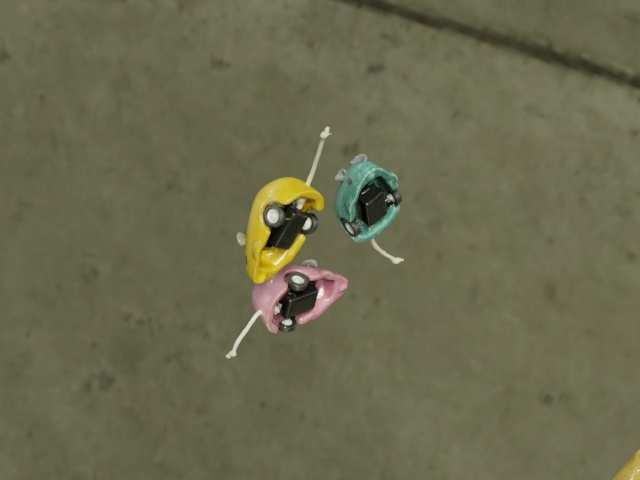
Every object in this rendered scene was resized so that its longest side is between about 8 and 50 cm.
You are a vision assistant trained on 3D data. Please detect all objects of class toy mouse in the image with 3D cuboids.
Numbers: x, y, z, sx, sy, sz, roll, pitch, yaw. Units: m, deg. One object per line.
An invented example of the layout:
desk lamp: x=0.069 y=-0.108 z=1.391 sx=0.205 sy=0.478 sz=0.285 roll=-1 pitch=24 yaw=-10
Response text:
toy mouse: x=0.000 y=0.000 z=0.967 sx=0.031 sy=0.161 sz=0.143 roll=41 pitch=22 yaw=30

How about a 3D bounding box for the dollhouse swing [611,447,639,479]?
dollhouse swing: x=0.361 y=0.263 z=0.986 sx=0.347 sy=0.305 sz=0.315 roll=-46 pitch=114 yaw=-13
